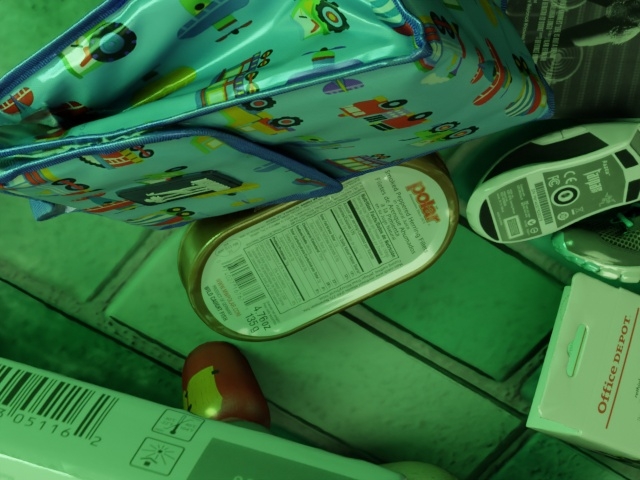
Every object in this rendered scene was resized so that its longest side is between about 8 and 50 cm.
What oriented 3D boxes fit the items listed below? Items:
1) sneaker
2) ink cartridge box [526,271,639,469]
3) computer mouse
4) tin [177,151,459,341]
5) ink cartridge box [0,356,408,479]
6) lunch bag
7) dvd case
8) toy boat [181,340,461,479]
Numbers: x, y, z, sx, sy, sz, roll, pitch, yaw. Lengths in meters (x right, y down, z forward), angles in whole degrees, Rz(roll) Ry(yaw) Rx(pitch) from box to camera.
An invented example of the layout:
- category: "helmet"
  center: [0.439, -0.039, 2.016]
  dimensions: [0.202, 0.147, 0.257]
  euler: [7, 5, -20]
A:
- category: "sneaker"
  center: [0.234, -0.013, 1.329]
  dimensions: [0.166, 0.065, 0.076]
  euler: [1, 107, -19]
- category: "ink cartridge box"
  center: [0.210, 0.095, 1.352]
  dimensions: [0.181, 0.061, 0.104]
  euler: [23, 78, -30]
- category: "computer mouse"
  center: [0.183, -0.055, 1.273]
  dimensions: [0.193, 0.042, 0.106]
  euler: [-17, 139, 3]
- category: "tin"
  center: [0.000, 0.000, 1.283]
  dimensions: [0.189, 0.040, 0.106]
  euler: [-26, 130, 3]
- category: "ink cartridge box"
  center: [-0.112, 0.268, 1.263]
  dimensions: [0.308, 0.091, 0.385]
  euler: [14, 129, 14]
- category: "lunch bag"
  center: [-0.050, -0.087, 1.109]
  dimensions: [0.293, 0.138, 0.221]
  euler: [-24, 167, 20]
- category: "dvd case"
  center: [0.186, -0.151, 1.240]
  dimensions: [0.221, 0.018, 0.165]
  euler: [-1, 123, -13]
- category: "toy boat"
  center: [-0.018, 0.218, 1.355]
  dimensions: [0.267, 0.148, 0.318]
  euler: [-24, 126, 2]
